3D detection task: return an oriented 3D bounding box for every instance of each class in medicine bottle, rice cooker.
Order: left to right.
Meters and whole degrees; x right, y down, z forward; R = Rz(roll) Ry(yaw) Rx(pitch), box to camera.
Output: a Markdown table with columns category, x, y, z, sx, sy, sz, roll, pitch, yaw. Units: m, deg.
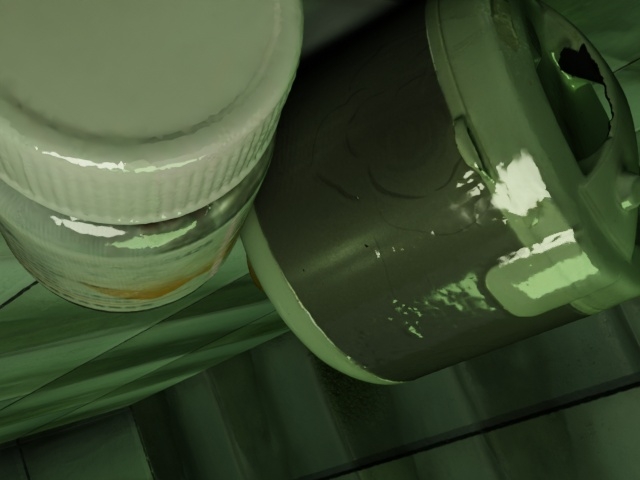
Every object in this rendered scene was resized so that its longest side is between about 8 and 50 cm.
| category | x | y | z | sx | sy | sz | roll | pitch | yaw |
| --- | --- | --- | --- | --- | --- | --- | --- | --- | --- |
| medicine bottle | -0.107 | -0.060 | 0.449 | 0.165 | 0.165 | 0.273 | -18 | 170 | -16 |
| rice cooker | 0.103 | -0.048 | 0.646 | 0.277 | 0.288 | 0.288 | -27 | 168 | 27 |

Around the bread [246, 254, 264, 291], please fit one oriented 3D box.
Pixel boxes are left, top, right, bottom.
| category | x | y | z | sx | sy | sz | roll | pitch | yaw |
| --- | --- | --- | --- | --- | --- | --- | --- | --- | --- |
| bread | 0.000 | 0.000 | 1.133 | 0.213 | 0.104 | 0.213 | -23 | 172 | -4 |
